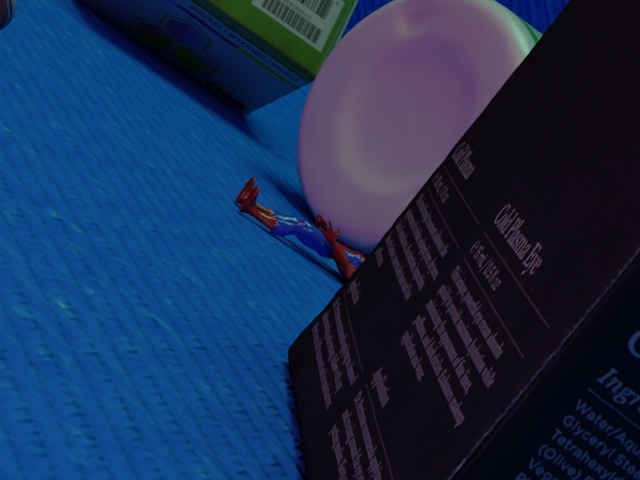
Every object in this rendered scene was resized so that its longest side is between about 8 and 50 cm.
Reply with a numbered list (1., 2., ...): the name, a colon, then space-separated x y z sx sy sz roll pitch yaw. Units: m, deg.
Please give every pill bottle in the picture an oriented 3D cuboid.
1. pill bottle: 0.164 -0.032 1.513 0.361 0.204 0.204 29 12 -48

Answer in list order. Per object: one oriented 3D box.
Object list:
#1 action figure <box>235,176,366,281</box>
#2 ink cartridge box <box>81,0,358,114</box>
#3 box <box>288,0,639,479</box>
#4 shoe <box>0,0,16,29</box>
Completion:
1. action figure: 0.000 0.000 1.272 0.115 0.030 0.038 37 3 -17
2. ink cartridge box: -0.115 -0.190 1.668 0.189 0.097 0.255 34 -25 -20
3. box: 0.154 0.021 0.798 0.179 0.312 0.343 36 9 -10
4. shoe: -0.221 -0.146 1.069 0.178 0.063 0.081 54 24 -50
